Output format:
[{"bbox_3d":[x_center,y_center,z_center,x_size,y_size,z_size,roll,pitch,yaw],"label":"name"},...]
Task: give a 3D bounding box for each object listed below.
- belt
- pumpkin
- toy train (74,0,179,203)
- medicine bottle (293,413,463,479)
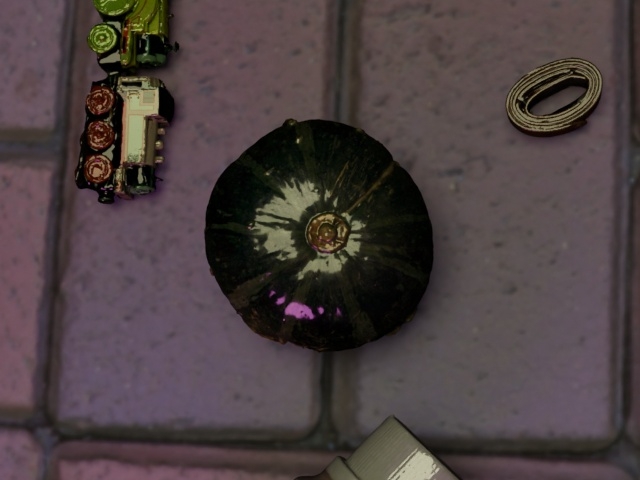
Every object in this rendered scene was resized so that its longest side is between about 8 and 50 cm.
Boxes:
[{"bbox_3d":[0.197,-0.117,1.326,0.083,0.036,0.059,-25,81,5],"label":"belt"},{"bbox_3d":[-0.001,-0.001,1.281,0.190,0.146,0.190,-2,77,8],"label":"pumpkin"},{"bbox_3d":[-0.168,-0.154,1.394,0.085,0.053,0.249,2,79,5],"label":"toy train"},{"bbox_3d":[0.007,0.257,1.228,0.147,0.147,0.247,42,88,16],"label":"medicine bottle"}]
